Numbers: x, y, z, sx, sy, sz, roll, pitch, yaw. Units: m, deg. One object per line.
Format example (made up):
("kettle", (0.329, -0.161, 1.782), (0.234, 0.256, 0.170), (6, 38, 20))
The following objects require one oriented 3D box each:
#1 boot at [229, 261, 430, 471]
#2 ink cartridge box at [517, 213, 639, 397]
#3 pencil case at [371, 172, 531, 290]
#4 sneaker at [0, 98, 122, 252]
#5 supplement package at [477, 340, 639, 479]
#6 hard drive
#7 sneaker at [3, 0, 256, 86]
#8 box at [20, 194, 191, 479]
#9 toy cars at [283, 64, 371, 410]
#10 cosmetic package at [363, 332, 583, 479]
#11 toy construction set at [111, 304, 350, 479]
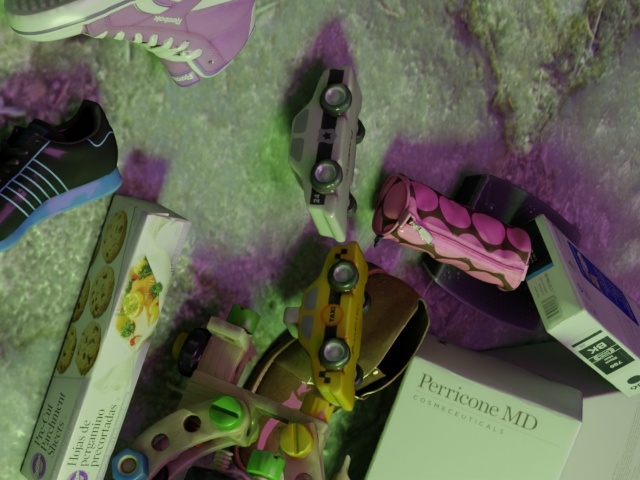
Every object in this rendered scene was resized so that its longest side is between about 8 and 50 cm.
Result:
("boot", (0.011, 0.165, 1.682), (0.305, 0.115, 0.112), (-51, 138, -12))
("ink cartridge box", (0.375, 0.104, 1.884), (0.065, 0.165, 0.333), (-34, 139, 20))
("pencil case", (0.165, -0.005, 1.709), (0.209, 0.098, 0.095), (20, 93, -24))
("sneaker", (-0.290, -0.057, 1.310), (0.232, 0.081, 0.090), (-33, 127, -38))
("supplement package", (0.341, 0.258, 2.000), (0.293, 0.175, 0.177), (-3, 112, -43))
("hard drive", (0.243, 0.016, 1.875), (0.255, 0.054, 0.172), (27, 90, -47))
("sneaker", (-0.166, -0.205, 1.339), (0.282, 0.102, 0.161), (-26, 129, -33))
("box", (-0.226, 0.114, 1.461), (0.063, 0.067, 0.324), (12, 102, -46))
("toy cars", (0.000, 0.000, 1.582), (0.176, 0.087, 0.393), (-56, 146, -67))
("cosmetic package", (0.152, 0.374, 1.793), (0.161, 0.230, 0.453), (-37, 147, -78))
("toy construction set", (-0.056, 0.213, 1.551), (0.309, 0.257, 0.237), (42, 59, -48))
